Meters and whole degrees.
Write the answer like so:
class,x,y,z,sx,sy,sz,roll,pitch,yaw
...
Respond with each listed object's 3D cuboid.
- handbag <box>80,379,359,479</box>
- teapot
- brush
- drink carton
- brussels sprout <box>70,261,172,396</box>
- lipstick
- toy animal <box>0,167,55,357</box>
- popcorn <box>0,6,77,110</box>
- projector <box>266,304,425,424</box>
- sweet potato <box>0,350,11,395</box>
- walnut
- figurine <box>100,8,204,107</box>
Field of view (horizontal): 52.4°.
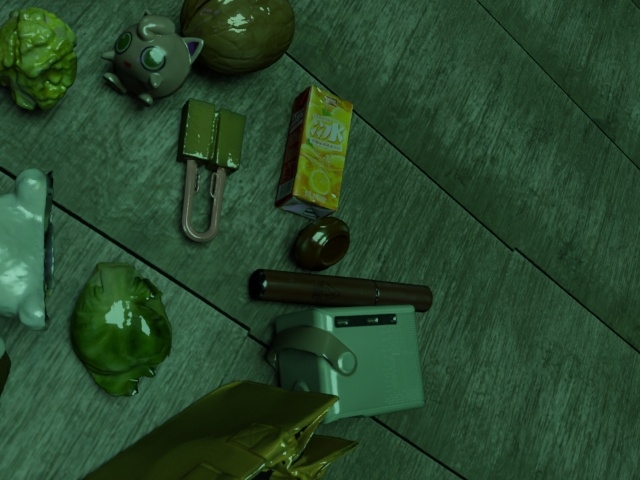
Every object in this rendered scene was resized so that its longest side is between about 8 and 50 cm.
class,x,y,z,sx,sy,sz,roll,pitch,yaw
handbag,-0.170,0.329,0.827,0.401,0.283,0.133,-28,97,-35
teapot,0.000,0.000,1.143,0.129,0.078,0.098,-22,131,-43
brush,-0.188,-0.108,1.067,0.103,0.047,0.233,13,73,-29
drink carton,-0.009,-0.157,1.173,0.096,0.071,0.222,18,68,-26
brussels sprout,-0.284,0.122,0.925,0.139,0.100,0.180,-10,101,-17
lipstick,0.045,0.091,1.152,0.357,0.057,0.057,8,74,-30
toy animal,-0.460,0.015,0.799,0.290,0.174,0.248,22,64,-17
popcorn,-0.405,-0.257,0.913,0.126,0.145,0.125,26,71,-15
projector,0.037,0.199,1.060,0.243,0.163,0.177,3,76,-35
sweet potato,-0.479,0.242,0.777,0.112,0.085,0.285,44,59,-10
walnut,-0.139,-0.364,1.094,0.207,0.167,0.167,-23,91,-35
figurine,-0.264,-0.283,1.014,0.125,0.125,0.138,34,88,-20
